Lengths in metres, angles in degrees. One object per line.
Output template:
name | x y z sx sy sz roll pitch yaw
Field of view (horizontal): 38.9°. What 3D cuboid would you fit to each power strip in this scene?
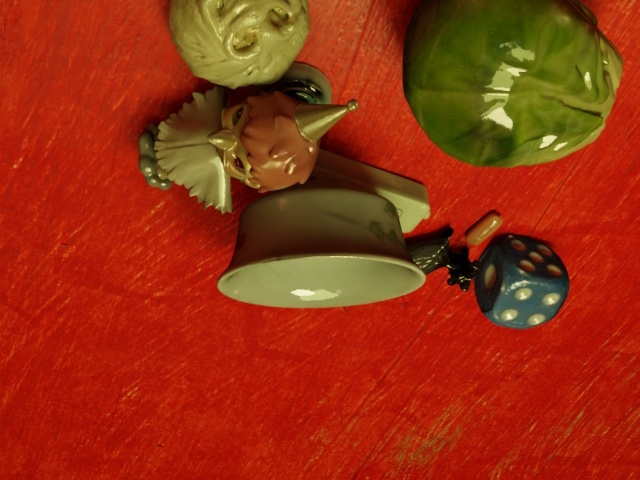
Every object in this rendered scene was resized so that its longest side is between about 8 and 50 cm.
power strip | 0.037 -0.098 1.624 0.385 0.062 0.091 17 132 -24

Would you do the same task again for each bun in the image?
bun | -0.116 -0.316 1.335 0.231 0.133 0.231 -5 133 -6

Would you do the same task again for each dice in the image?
dice | 0.398 0.086 1.811 0.146 0.143 0.146 9 131 -19

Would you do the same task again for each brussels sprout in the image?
brussels sprout | 0.288 -0.253 1.363 0.355 0.281 0.289 10 121 -17

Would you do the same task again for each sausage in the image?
sausage | 0.320 -0.022 1.769 0.034 0.034 0.083 28 123 -32

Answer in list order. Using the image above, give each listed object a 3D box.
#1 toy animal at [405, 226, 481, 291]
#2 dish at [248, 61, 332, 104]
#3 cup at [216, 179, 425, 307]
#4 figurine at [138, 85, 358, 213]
toy animal | 0.197 0.029 1.760 0.210 0.121 0.117 6 114 -7
dish | -0.045 -0.213 1.485 0.141 0.078 0.141 -5 134 -5
cup | 0.000 0.000 1.527 0.347 0.163 0.347 -1 164 0
figurine | -0.115 -0.150 1.405 0.387 0.207 0.166 -4 173 33
